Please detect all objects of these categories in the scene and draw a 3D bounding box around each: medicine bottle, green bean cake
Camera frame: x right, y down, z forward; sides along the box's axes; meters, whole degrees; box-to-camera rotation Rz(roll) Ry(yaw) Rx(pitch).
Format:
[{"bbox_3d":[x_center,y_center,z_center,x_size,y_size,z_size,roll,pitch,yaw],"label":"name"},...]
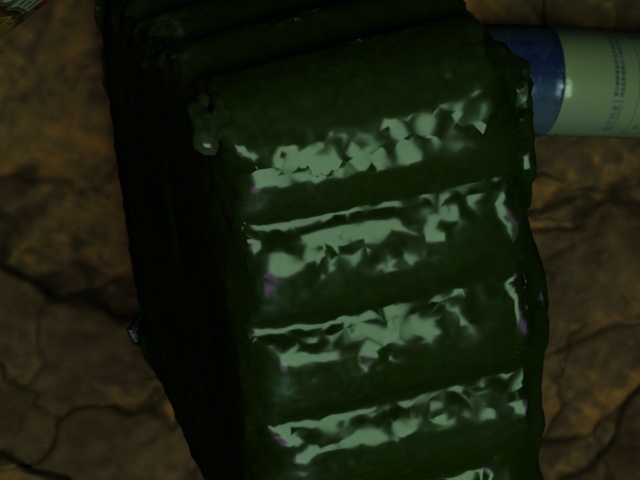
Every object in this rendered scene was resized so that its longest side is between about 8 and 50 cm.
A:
[{"bbox_3d":[0.161,-0.082,1.015,0.231,0.059,0.059,1,110,-19],"label":"medicine bottle"},{"bbox_3d":[0.000,0.000,0.886,0.156,0.247,0.250,-14,115,-14],"label":"green bean cake"}]

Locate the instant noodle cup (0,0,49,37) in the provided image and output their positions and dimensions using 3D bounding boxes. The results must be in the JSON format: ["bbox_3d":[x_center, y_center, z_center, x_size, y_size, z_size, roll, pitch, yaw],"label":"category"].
[{"bbox_3d":[-0.170,-0.167,0.798,0.174,0.213,0.213,-42,118,10],"label":"instant noodle cup"}]
